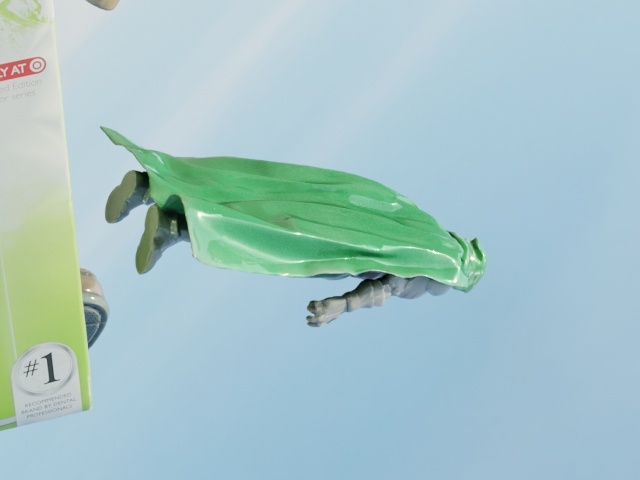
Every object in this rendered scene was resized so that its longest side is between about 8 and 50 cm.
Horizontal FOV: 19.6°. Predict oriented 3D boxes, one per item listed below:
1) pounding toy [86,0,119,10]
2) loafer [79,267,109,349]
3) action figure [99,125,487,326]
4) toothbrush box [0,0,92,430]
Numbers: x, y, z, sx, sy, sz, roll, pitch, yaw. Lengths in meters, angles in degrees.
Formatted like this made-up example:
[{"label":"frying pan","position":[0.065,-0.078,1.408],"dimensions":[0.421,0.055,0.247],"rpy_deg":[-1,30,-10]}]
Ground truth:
[{"label":"pounding toy","position":[-0.219,-0.197,1.252],"dimensions":[0.094,0.206,0.181],"rpy_deg":[-57,153,12]},{"label":"loafer","position":[-0.269,0.081,1.493],"dimensions":[0.267,0.096,0.084],"rpy_deg":[-38,-128,37]},{"label":"action figure","position":[0.000,0.000,1.013],"dimensions":[0.063,0.232,0.137],"rpy_deg":[-63,-144,25]},{"label":"toothbrush box","position":[-0.226,-0.039,0.846],"dimensions":[0.206,0.283,0.122],"rpy_deg":[-12,-143,-16]}]
